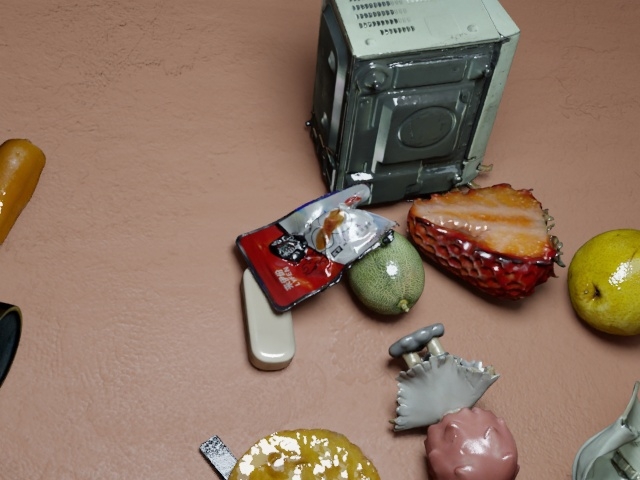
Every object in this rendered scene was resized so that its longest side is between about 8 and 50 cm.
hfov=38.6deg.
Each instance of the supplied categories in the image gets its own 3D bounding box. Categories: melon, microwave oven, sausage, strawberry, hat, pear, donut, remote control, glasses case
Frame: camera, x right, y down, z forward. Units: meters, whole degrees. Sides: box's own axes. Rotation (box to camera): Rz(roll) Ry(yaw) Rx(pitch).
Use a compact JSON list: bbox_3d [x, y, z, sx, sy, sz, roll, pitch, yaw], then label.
[{"bbox_3d":[0.119,0.059,1.670,0.139,0.139,0.192,-11,51,-21],"label":"melon"},{"bbox_3d":[0.161,-0.278,1.706,0.333,0.394,0.247,-11,55,-12],"label":"microwave oven"},{"bbox_3d":[-0.561,-0.085,1.611,0.098,0.098,0.238,20,57,-2],"label":"sausage"},{"bbox_3d":[0.318,0.023,1.750,0.280,0.150,0.253,-8,41,-17],"label":"strawberry"},{"bbox_3d":[0.541,0.389,1.592,0.258,0.168,0.301,51,33,-8],"label":"hat"},{"bbox_3d":[0.572,0.084,1.743,0.209,0.209,0.208,7,57,-11],"label":"pear"},{"bbox_3d":[-0.028,0.437,1.409,0.278,0.108,0.277,8,59,-13],"label":"donut"},{"bbox_3d":[-0.155,0.362,1.484,0.039,0.014,0.096,-32,70,-30],"label":"remote control"},{"bbox_3d":[-0.094,0.134,1.621,0.083,0.050,0.196,-1,59,-12],"label":"glasses case"}]

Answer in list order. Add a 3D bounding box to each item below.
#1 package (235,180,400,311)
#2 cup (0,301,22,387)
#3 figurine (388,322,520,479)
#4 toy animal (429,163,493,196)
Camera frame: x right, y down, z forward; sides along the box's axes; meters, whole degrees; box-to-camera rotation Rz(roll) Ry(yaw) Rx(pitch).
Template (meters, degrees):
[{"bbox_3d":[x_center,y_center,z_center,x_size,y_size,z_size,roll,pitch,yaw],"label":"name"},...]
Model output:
[{"bbox_3d":[0.000,0.000,1.644,0.269,0.071,0.194,-33,46,-4],"label":"package"},{"bbox_3d":[-0.590,0.182,1.393,0.177,0.166,0.239,18,55,1],"label":"cup"},{"bbox_3d":[0.240,0.327,1.537,0.207,0.166,0.387,-29,68,8],"label":"figurine"},{"bbox_3d":[0.279,-0.126,1.886,0.099,0.056,0.241,34,58,15],"label":"toy animal"}]
